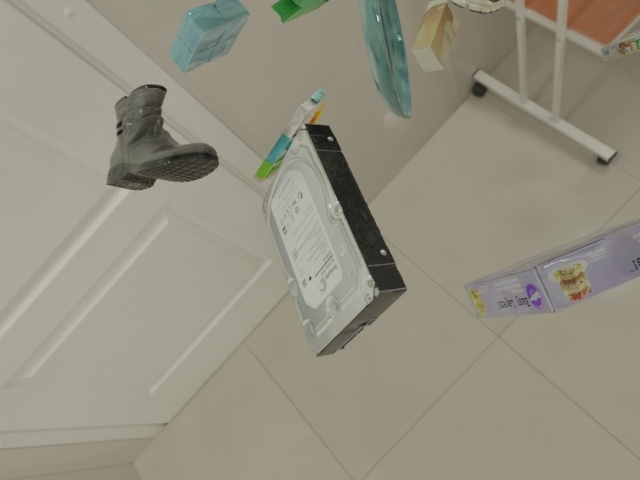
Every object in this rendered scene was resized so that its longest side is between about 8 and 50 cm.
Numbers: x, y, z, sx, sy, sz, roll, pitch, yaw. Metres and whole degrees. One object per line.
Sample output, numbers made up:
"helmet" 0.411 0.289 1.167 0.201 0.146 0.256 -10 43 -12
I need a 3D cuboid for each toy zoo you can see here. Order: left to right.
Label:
"toy zoo" -0.073 -0.299 1.398 0.030 0.192 0.293 38 114 0

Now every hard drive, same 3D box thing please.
"hard drive" 0.000 0.000 0.856 0.237 0.064 0.338 -54 50 47

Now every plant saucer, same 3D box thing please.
"plant saucer" 0.130 -0.396 0.984 0.044 0.317 0.317 -8 69 19

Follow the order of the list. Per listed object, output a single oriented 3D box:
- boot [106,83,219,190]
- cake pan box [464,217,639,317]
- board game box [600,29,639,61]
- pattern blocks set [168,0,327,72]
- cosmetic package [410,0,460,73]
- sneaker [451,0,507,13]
"boot" -0.356 -0.239 1.074 0.339 0.118 0.222 -3 82 32
"cake pan box" 0.372 0.033 0.704 0.267 0.246 0.070 -20 83 -8
"board game box" 0.629 -0.386 0.925 0.104 0.154 0.026 -29 103 -16
"pattern blocks set" 0.032 -0.211 0.258 0.285 0.325 0.026 -40 96 -26
"cosmetic package" 0.201 -0.356 0.858 0.041 0.060 0.115 5 67 41
"sneaker" 0.300 -0.456 0.753 0.107 0.118 0.279 30 62 13
